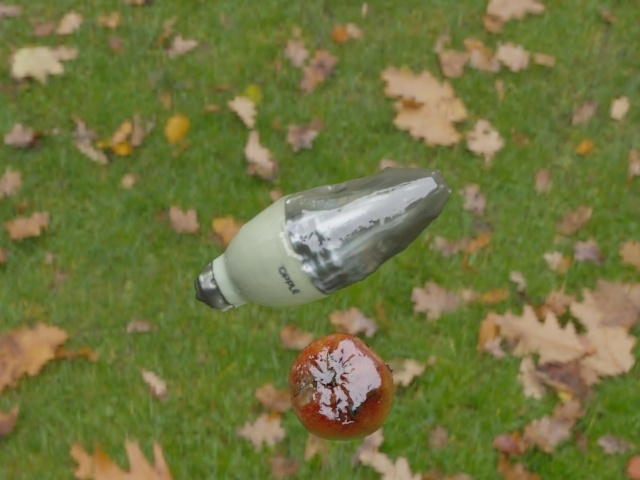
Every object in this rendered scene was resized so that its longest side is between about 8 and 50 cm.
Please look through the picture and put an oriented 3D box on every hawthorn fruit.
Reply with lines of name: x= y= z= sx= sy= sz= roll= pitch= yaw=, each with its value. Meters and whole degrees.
hawthorn fruit: x=0.014 y=0.099 z=0.894 sx=0.077 sy=0.077 sz=0.077 roll=2 pitch=49 yaw=-3

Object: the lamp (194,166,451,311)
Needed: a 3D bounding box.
lamp: x=0.000 y=0.000 z=1.210 sx=0.250 sy=0.101 sz=0.101 roll=-23 pitch=46 yaw=21
